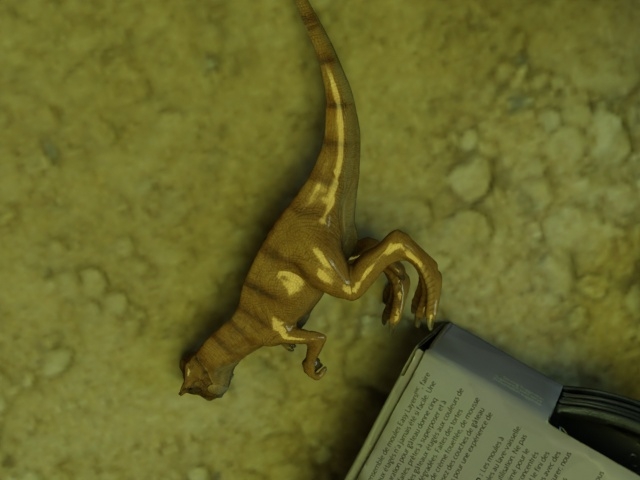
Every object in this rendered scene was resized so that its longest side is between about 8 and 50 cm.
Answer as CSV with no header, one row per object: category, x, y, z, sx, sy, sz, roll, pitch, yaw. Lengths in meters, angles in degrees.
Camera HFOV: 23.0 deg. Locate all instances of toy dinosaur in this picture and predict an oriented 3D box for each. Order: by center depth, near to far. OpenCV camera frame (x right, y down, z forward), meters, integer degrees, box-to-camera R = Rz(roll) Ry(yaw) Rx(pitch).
toy dinosaur,0.000,0.000,0.724,0.112,0.064,0.211,19,109,-18

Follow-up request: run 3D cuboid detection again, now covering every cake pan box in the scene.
cake pan box,0.105,0.204,0.778,0.246,0.070,0.267,28,107,8
